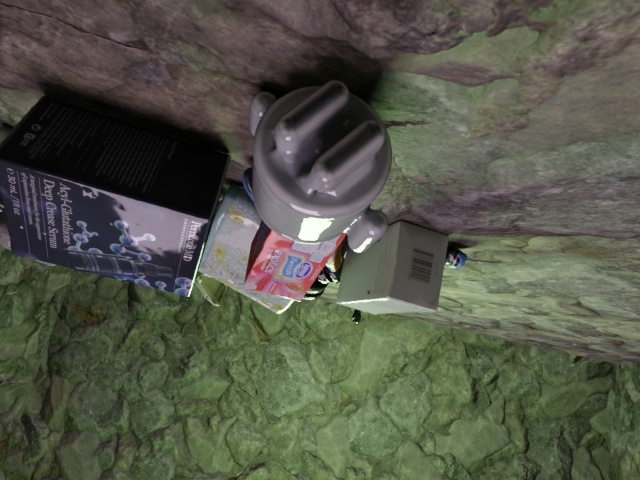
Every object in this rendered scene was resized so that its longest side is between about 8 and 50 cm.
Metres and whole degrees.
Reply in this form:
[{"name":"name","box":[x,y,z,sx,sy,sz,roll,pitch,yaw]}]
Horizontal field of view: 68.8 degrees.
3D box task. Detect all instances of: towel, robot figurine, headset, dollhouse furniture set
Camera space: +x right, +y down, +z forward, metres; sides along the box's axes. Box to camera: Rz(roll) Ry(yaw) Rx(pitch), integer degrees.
[{"name":"towel","box":[-0.176,0.039,1.343,0.320,0.090,0.374,29,136,-8]},{"name":"robot figurine","box":[-0.010,-0.108,0.751,0.300,0.200,0.353,52,166,5]},{"name":"headset","box":[-0.002,0.136,1.643,0.394,0.185,0.243,33,132,-22]},{"name":"dollhouse furniture set","box":[-0.415,0.048,1.556,0.151,0.197,0.301,5,137,24]}]

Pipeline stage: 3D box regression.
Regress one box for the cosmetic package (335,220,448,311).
[{"name":"cosmetic package","box":[0.193,0.095,1.362,0.156,0.217,0.385,17,164,-16]}]

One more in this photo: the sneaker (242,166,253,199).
[{"name":"sneaker","box":[-0.152,-0.121,1.105,0.082,0.069,0.209,20,173,18]}]

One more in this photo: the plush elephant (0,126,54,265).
[{"name":"plush elephant","box":[-0.761,-0.084,1.211,0.255,0.330,0.272,42,-177,41]}]

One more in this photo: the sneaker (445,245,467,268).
[{"name":"sneaker","box":[0.338,0.041,1.353,0.078,0.067,0.188,42,159,-19]}]

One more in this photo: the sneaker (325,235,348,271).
[{"name":"sneaker","box":[0.000,0.000,1.429,0.131,0.112,0.296,17,159,19]}]

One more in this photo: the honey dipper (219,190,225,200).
[{"name":"honey dipper","box":[-0.271,-0.115,1.345,0.030,0.030,0.160,10,168,13]}]

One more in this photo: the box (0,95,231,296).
[{"name":"box","box":[-0.434,-0.080,1.020,0.395,0.212,0.293,16,137,-13]}]

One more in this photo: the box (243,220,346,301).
[{"name":"box","box":[-0.058,-0.008,1.070,0.154,0.142,0.300,17,136,-15]}]
